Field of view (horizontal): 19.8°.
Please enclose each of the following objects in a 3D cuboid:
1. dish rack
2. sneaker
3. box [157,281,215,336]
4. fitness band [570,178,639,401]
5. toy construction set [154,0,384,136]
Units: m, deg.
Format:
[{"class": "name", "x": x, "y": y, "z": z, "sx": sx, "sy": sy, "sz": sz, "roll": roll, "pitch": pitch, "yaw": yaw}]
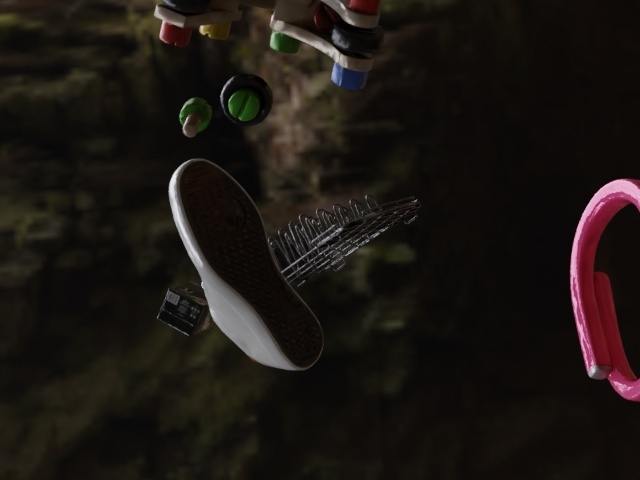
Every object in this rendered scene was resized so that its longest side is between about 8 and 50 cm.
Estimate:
[{"class": "dish rack", "x": 0.000, "y": 0.000, "z": 2.498, "sx": 0.208, "sy": 0.271, "sz": 0.074, "roll": -20, "pitch": -101, "yaw": -51}, {"class": "sneaker", "x": -0.116, "y": 0.037, "z": 2.169, "sx": 0.106, "sy": 0.123, "sz": 0.290, "roll": -42, "pitch": -67, "yaw": -34}, {"class": "box", "x": -0.188, "y": 0.099, "z": 2.665, "sx": 0.052, "sy": 0.062, "sz": 0.083, "roll": -66, "pitch": -16, "yaw": 14}, {"class": "fitness band", "x": 0.391, "y": 0.061, "z": 2.299, "sx": 0.209, "sy": 0.054, "sz": 0.291, "roll": 124, "pitch": 145, "yaw": -50}, {"class": "toy construction set", "x": -0.055, "y": -0.312, "z": 2.068, "sx": 0.237, "sy": 0.257, "sz": 0.309, "roll": -75, "pitch": -27, "yaw": -65}]
